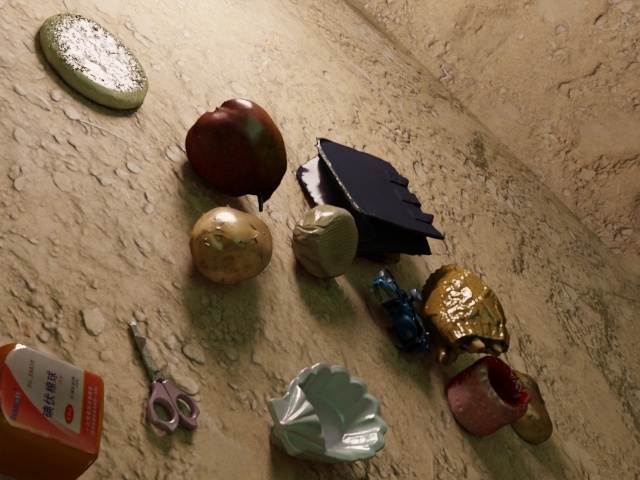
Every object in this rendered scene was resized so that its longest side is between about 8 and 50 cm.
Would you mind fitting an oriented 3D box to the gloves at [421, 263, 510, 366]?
[{"bbox_3d":[0.330,0.175,2.232,0.155,0.203,0.356,45,10,-28],"label":"gloves"}]

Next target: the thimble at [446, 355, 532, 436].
[{"bbox_3d":[0.392,0.365,2.178,0.189,0.125,0.163,6,51,-52],"label":"thimble"}]

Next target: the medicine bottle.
[{"bbox_3d":[-0.408,0.223,1.229,0.222,0.112,0.149,30,33,-32],"label":"medicine bottle"}]

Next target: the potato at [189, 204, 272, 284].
[{"bbox_3d":[-0.164,0.008,1.827,0.234,0.128,0.161,12,49,-56],"label":"potato"}]

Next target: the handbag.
[{"bbox_3d":[0.127,-0.096,2.323,0.329,0.122,0.303,10,38,-43],"label":"handbag"}]

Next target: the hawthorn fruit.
[{"bbox_3d":[-0.173,-0.177,1.997,0.248,0.208,0.208,65,28,-5],"label":"hawthorn fruit"}]

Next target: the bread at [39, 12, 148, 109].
[{"bbox_3d":[-0.472,-0.383,1.964,0.267,0.040,0.267,35,30,-24],"label":"bread"}]

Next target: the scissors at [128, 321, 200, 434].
[{"bbox_3d":[-0.269,0.221,1.527,0.110,0.021,0.212,4,52,-56],"label":"scissors"}]

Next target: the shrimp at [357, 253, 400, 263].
[{"bbox_3d":[0.122,-0.003,2.344,0.195,0.035,0.148,8,47,-50],"label":"shrimp"}]

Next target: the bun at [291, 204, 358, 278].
[{"bbox_3d":[0.000,0.000,2.080,0.173,0.113,0.167,29,73,-52],"label":"bun"}]

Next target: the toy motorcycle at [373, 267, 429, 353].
[{"bbox_3d":[0.193,0.178,2.151,0.254,0.092,0.135,59,18,-20],"label":"toy motorcycle"}]

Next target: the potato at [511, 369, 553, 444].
[{"bbox_3d":[0.531,0.417,2.364,0.164,0.081,0.200,15,45,-48],"label":"potato"}]

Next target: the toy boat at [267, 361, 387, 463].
[{"bbox_3d":[0.001,0.330,1.691,0.290,0.100,0.199,5,50,-54],"label":"toy boat"}]
